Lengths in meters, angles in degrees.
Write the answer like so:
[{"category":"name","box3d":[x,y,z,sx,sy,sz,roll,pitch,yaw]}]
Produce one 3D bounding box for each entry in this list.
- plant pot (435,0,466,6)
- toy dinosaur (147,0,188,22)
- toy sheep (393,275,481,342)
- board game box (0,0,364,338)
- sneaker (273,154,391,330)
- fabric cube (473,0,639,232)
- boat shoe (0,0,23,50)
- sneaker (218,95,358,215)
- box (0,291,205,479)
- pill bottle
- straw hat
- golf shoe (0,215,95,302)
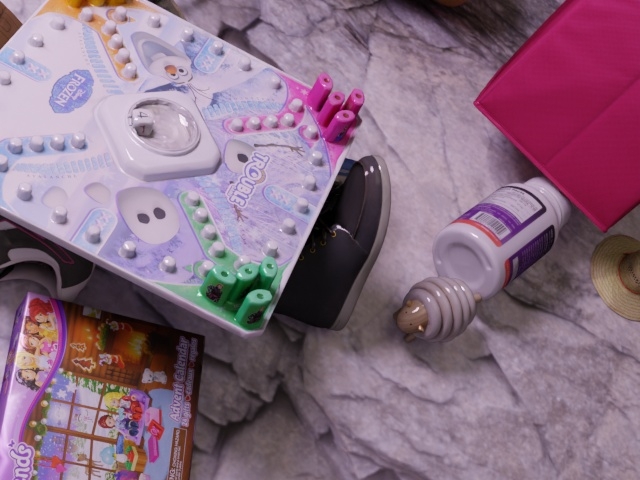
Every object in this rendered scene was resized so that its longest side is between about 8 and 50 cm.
[{"category":"plant pot","box3d":[0.137,-0.457,1.732,0.254,0.237,0.237,41,51,-22]},{"category":"toy dinosaur","box3d":[-0.206,-0.335,1.534,0.268,0.064,0.118,41,52,-30]},{"category":"toy sheep","box3d":[0.147,0.085,1.511,0.132,0.091,0.091,-20,76,-36]},{"category":"board game box","box3d":[-0.170,-0.125,1.324,0.390,0.050,0.390,27,45,-3]},{"category":"sneaker","box3d":[0.000,0.000,1.408,0.118,0.222,0.083,10,20,-21]},{"category":"fabric cube","box3d":[0.405,-0.214,1.661,0.259,0.258,0.254,44,26,-2]},{"category":"boat shoe","box3d":[-0.465,-0.242,1.332,0.341,0.110,0.122,29,47,-26]},{"category":"sneaker","box3d":[-0.089,-0.119,1.463,0.330,0.130,0.147,14,61,-22]},{"category":"box","box3d":[-0.232,0.214,1.247,0.201,0.057,0.293,16,58,-21]},{"category":"pill bottle","box3d":[0.244,-0.010,1.604,0.193,0.108,0.108,-33,83,-38]},{"category":"straw hat","box3d":[0.456,0.042,1.725,0.144,0.061,0.144,13,59,-22]},{"category":"golf shoe","box3d":[-0.357,-0.027,1.282,0.272,0.105,0.120,22,63,-17]}]
